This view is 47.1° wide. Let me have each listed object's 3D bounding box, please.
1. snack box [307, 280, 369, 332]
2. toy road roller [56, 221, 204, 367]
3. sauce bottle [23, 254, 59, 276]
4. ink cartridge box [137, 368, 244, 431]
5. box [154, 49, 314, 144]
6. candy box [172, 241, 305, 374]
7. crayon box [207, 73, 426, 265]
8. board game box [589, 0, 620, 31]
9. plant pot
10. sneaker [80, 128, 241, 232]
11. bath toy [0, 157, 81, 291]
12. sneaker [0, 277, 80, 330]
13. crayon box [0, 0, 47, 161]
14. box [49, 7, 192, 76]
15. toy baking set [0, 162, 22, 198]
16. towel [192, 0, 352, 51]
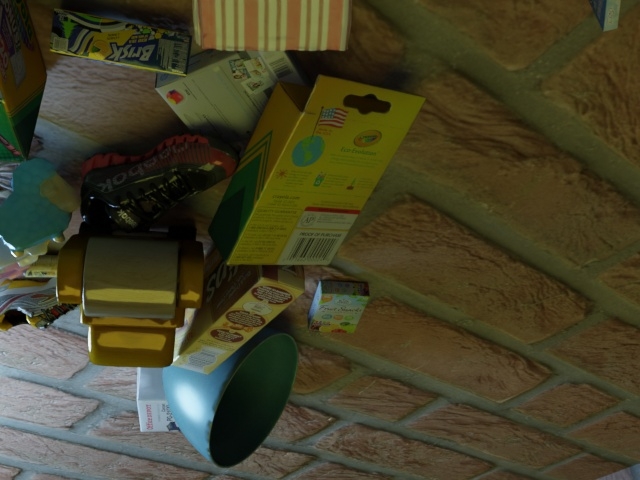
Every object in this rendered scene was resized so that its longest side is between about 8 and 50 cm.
[{"bbox_3d":[0.034,0.137,1.495,0.100,0.037,0.141,3,141,-12],"label":"snack box"},{"bbox_3d":[-0.296,0.103,1.177,0.202,0.329,0.241,3,97,-11],"label":"toy road roller"},{"bbox_3d":[-0.510,0.046,1.311,0.128,0.042,0.042,0,142,-5],"label":"sauce bottle"},{"bbox_3d":[-0.299,0.363,1.695,0.237,0.100,0.172,1,141,-9],"label":"ink cartridge box"},{"bbox_3d":[-0.113,-0.209,1.033,0.186,0.038,0.145,-20,140,17],"label":"box"},{"bbox_3d":[-0.152,0.081,1.282,0.087,0.183,0.316,21,135,-31],"label":"candy box"},{"bbox_3d":[-0.009,-0.105,1.060,0.202,0.081,0.319,2,130,-40],"label":"crayon box"},{"bbox_3d":[0.346,-0.321,0.899,0.020,0.090,0.090,-11,141,7],"label":"board game box"},{"bbox_3d":[-0.206,0.285,1.505,0.195,0.290,0.290,23,151,26],"label":"plant pot"},{"bbox_3d":[-0.242,-0.078,1.076,0.276,0.135,0.098,-9,143,22],"label":"sneaker"},{"bbox_3d":[-0.495,-0.007,1.153,0.151,0.129,0.348,-25,179,-44],"label":"bath toy"},{"bbox_3d":[-0.499,0.123,1.370,0.225,0.093,0.088,-9,142,4],"label":"sneaker"},{"bbox_3d":[-0.399,-0.245,0.849,0.081,0.165,0.278,-1,143,-5],"label":"crayon box"},{"bbox_3d":[-0.250,-0.248,0.931,0.168,0.059,0.054,8,99,-14],"label":"box"},{"bbox_3d":[-0.535,-0.119,1.104,0.196,0.030,0.256,-5,142,0],"label":"toy baking set"},{"bbox_3d":[-0.058,-0.305,0.900,0.197,0.029,0.144,-1,123,-6],"label":"towel"}]
